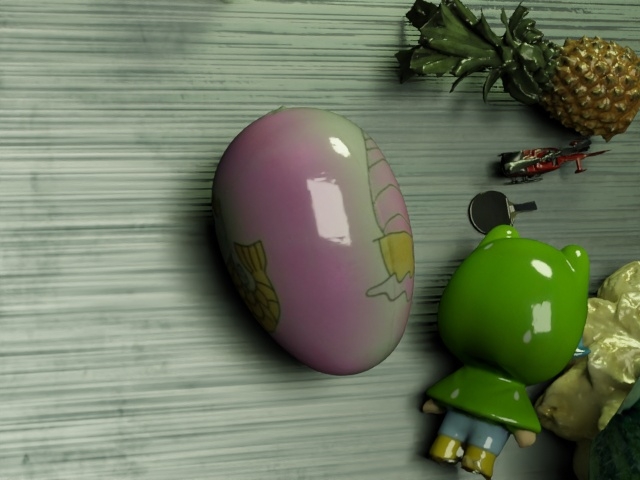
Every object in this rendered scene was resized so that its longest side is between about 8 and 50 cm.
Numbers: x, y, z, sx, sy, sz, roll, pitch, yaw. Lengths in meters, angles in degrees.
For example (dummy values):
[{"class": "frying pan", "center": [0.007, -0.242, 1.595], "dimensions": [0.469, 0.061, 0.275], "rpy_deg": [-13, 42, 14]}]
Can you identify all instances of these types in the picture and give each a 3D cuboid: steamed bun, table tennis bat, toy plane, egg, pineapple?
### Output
[{"class": "steamed bun", "center": [0.392, 0.157, 1.802], "dimensions": [0.292, 0.137, 0.295], "rpy_deg": [-42, 95, -25]}, {"class": "table tennis bat", "center": [0.203, -0.033, 1.827], "dimensions": [0.083, 0.007, 0.050], "rpy_deg": [-10, 84, -22]}, {"class": "toy plane", "center": [0.254, -0.090, 1.830], "dimensions": [0.145, 0.060, 0.037], "rpy_deg": [-8, 83, -25]}, {"class": "egg", "center": [0.000, 0.000, 1.633], "dimensions": [0.196, 0.196, 0.271], "rpy_deg": [-28, 85, -25]}, {"class": "pineapple", "center": [0.218, -0.191, 1.812], "dimensions": [0.277, 0.119, 0.130], "rpy_deg": [17, 118, -18]}]

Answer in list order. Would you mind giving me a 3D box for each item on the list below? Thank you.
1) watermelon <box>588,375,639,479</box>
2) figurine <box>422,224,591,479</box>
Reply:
[{"class": "watermelon", "center": [0.398, 0.236, 1.676], "dimensions": [0.224, 0.180, 0.305], "rpy_deg": [38, 96, 16]}, {"class": "figurine", "center": [0.191, 0.117, 1.721], "dimensions": [0.143, 0.162, 0.263], "rpy_deg": [33, 76, -58]}]
